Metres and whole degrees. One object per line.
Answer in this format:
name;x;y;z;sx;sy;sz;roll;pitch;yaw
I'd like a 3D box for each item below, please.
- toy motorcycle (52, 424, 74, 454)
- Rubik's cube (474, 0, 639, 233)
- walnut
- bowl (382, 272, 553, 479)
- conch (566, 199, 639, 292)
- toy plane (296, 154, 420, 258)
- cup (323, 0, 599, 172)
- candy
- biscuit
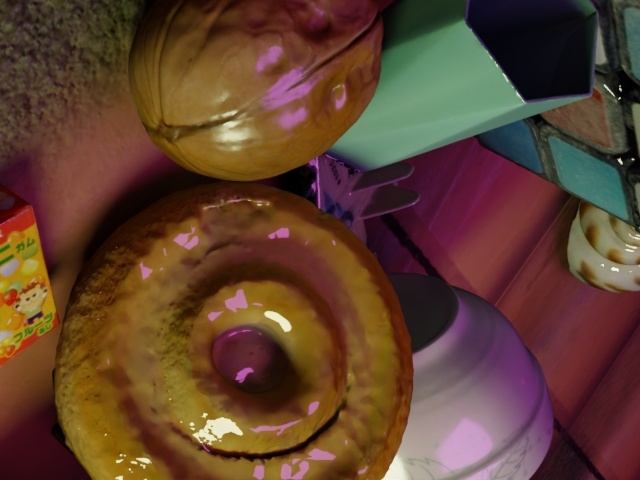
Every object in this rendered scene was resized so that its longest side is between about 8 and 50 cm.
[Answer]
toy motorcycle;-0.117;0.239;1.079;0.127;0.205;0.275;-28;142;-37
Rubik's cube;0.334;-0.243;1.151;0.362;0.363;0.359;-46;144;-12
walnut;-0.042;-0.135;0.918;0.207;0.167;0.167;-40;143;-30
bowl;0.067;0.131;1.183;0.287;0.287;0.143;-35;123;-32
conch;0.408;-0.017;1.616;0.275;0.149;0.182;26;90;-59
toy plane;-0.009;-0.004;1.131;0.262;0.088;0.192;-44;140;-26
cup;0.092;-0.133;1.008;0.134;0.236;0.148;26;60;-27
candy;-0.232;0.027;0.904;0.062;0.038;0.122;-36;140;-32
biscuit;-0.059;0.096;0.986;0.296;0.296;0.102;-41;-173;-26
